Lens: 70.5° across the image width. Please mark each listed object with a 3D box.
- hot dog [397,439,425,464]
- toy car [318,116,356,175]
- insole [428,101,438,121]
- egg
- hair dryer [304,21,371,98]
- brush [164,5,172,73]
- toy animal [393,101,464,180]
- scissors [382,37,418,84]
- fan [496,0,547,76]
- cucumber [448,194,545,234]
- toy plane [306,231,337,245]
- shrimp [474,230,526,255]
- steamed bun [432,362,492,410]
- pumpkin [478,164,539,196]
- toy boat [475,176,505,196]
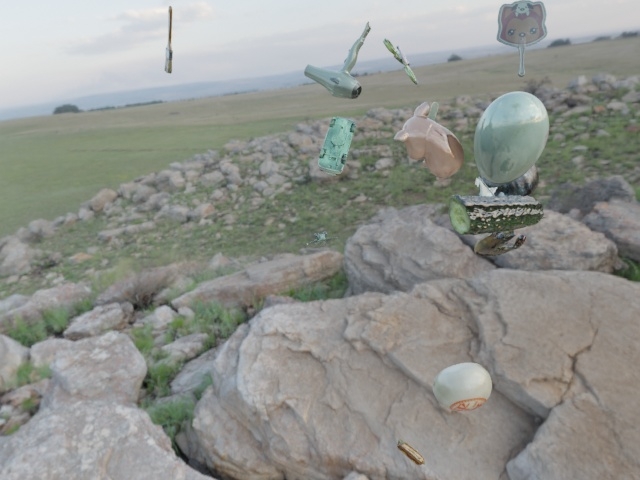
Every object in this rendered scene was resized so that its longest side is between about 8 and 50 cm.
[{"bbox_3d":[0.333,0.780,1.667,0.122,0.049,0.037,41,48,7],"label":"hot dog"},{"bbox_3d":[0.056,-0.320,1.542,0.090,0.076,0.224,15,64,4],"label":"toy car"},{"bbox_3d":[0.402,-0.430,1.652,0.053,0.153,0.002,17,1,-36],"label":"insole"},{"bbox_3d":[0.646,-0.340,1.555,0.229,0.371,0.230,-4,58,6],"label":"egg"},{"bbox_3d":[0.056,-0.657,1.651,0.229,0.267,0.092,11,5,21],"label":"hair dryer"},{"bbox_3d":[-0.410,-0.542,1.226,0.014,0.170,0.043,-8,34,-33],"label":"brush"},{"bbox_3d":[0.380,-0.321,1.544,0.166,0.250,0.154,-56,9,-29],"label":"toy animal"},{"bbox_3d":[0.208,-0.464,1.154,0.020,0.134,0.187,-34,15,25],"label":"scissors"},{"bbox_3d":[0.555,-0.558,1.247,0.131,0.220,0.009,2,-4,13],"label":"fan"},{"bbox_3d":[0.342,-0.053,0.851,0.265,0.077,0.077,-6,17,-29],"label":"cucumber"},{"bbox_3d":[-0.001,-0.003,1.126,0.080,0.033,0.083,-14,1,-16],"label":"toy plane"},{"bbox_3d":[0.645,0.010,1.593,0.173,0.058,0.253,4,-20,-10],"label":"shrimp"},{"bbox_3d":[0.567,0.595,1.790,0.231,0.232,0.145,-9,47,-3],"label":"steamed bun"},{"bbox_3d":[0.751,-0.247,1.819,0.233,0.163,0.233,-25,31,16],"label":"pumpkin"},{"bbox_3d":[0.527,-0.126,1.391,0.149,0.106,0.034,26,-26,-33],"label":"toy boat"}]
